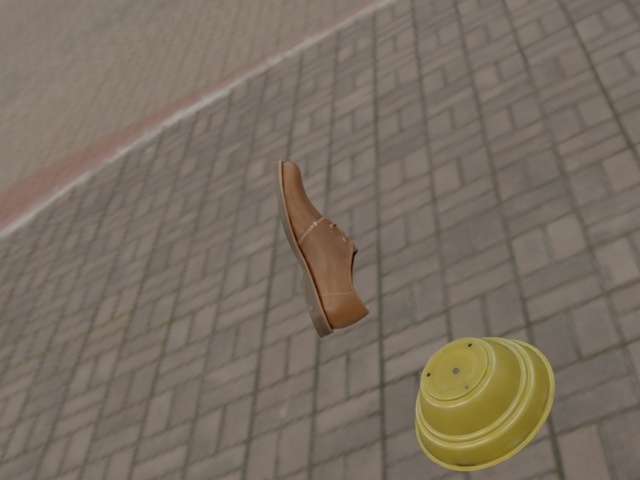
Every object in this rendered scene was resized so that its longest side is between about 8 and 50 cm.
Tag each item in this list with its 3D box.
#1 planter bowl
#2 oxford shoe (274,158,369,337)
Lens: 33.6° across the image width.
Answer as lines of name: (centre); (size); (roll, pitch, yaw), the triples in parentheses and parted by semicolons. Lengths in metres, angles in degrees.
planter bowl: (0.206, 0.202, 1.469); (0.217, 0.090, 0.217); (-26, 37, 21)
oxford shoe: (0.000, 0.000, 1.222); (0.076, 0.212, 0.076); (-20, -6, 5)
